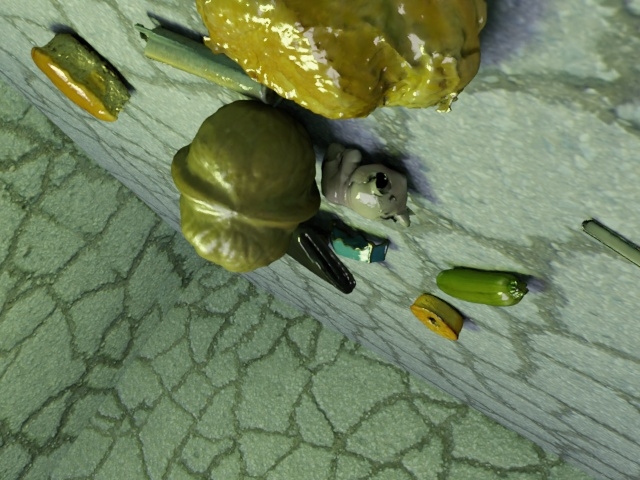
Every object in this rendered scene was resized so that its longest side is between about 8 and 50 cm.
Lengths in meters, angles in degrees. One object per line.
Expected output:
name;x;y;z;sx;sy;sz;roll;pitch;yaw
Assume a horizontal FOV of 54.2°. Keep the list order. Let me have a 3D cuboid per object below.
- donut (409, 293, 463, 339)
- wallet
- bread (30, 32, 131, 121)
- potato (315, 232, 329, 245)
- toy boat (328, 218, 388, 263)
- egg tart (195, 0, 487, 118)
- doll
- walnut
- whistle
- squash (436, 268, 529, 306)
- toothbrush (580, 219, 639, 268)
donut;0.307;0.197;1.631;0.152;0.058;0.152;33;166;9
wallet;-0.067;0.003;1.678;0.228;0.062;0.406;49;170;-29
bread;-0.590;-0.402;1.547;0.174;0.121;0.245;19;162;46
potato;0.000;0.000;1.715;0.051;0.040;0.083;26;169;-4
toy boat;0.080;-0.001;1.474;0.075;0.077;0.185;-8;-166;-35
egg tart;-0.017;-0.238;0.675;0.351;0.153;0.339;39;169;-14
doll;0.076;-0.094;1.082;0.192;0.095;0.149;26;162;43
walnut;-0.131;-0.100;1.108;0.253;0.282;0.277;40;-161;-16
whistle;-0.196;-0.305;1.065;0.326;0.057;0.068;28;163;26
squash;0.316;0.092;1.221;0.069;0.069;0.258;39;166;-21
toothbrush;0.467;0.057;0.815;0.294;0.026;0.028;34;-178;1
